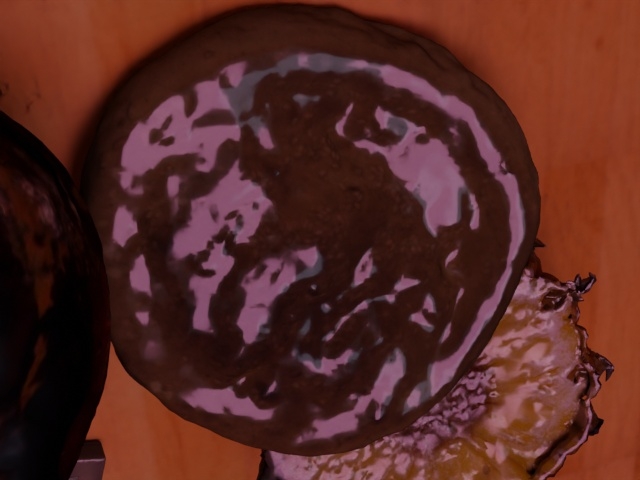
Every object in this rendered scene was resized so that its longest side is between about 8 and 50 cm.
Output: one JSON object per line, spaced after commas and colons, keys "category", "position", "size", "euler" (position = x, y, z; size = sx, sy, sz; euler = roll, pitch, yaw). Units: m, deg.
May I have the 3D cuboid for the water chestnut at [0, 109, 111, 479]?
{"category": "water chestnut", "position": [-0.217, 0.062, 0.808], "size": [0.289, 0.244, 0.289], "euler": [-13, 135, -13]}

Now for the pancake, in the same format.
{"category": "pancake", "position": [0.000, 0.000, 0.936], "size": [0.241, 0.050, 0.242], "euler": [-5, 114, -12]}

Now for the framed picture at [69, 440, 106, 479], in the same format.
{"category": "framed picture", "position": [-0.256, 0.189, 1.054], "size": [0.260, 0.023, 0.189], "euler": [0, 126, -21]}

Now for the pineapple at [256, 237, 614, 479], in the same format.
{"category": "pineapple", "position": [0.058, 0.071, 1.030], "size": [0.221, 0.047, 0.221], "euler": [-4, 116, -8]}
